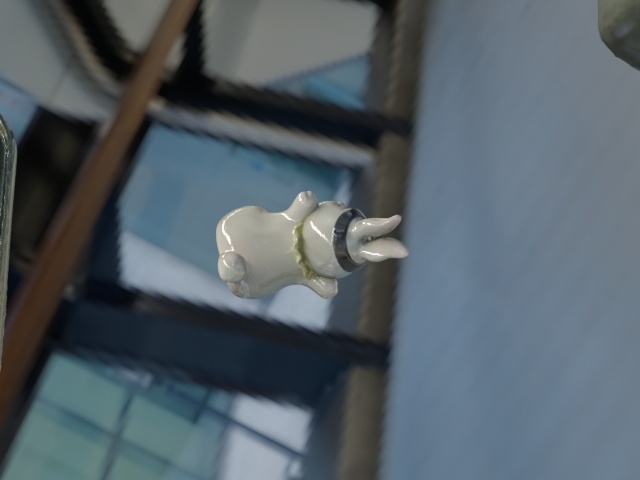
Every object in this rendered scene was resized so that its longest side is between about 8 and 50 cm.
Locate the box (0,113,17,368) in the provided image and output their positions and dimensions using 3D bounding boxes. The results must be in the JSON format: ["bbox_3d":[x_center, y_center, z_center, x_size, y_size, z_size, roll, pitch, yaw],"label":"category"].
[{"bbox_3d":[-0.369,0.009,1.702,0.138,0.178,0.274,1,87,38],"label":"box"}]

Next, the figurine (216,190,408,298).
[{"bbox_3d":[-0.003,-0.009,1.522,0.146,0.081,0.098,-13,34,12],"label":"figurine"}]

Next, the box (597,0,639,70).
[{"bbox_3d":[0.249,-0.201,1.186,0.148,0.129,0.210,133,150,-54],"label":"box"}]
